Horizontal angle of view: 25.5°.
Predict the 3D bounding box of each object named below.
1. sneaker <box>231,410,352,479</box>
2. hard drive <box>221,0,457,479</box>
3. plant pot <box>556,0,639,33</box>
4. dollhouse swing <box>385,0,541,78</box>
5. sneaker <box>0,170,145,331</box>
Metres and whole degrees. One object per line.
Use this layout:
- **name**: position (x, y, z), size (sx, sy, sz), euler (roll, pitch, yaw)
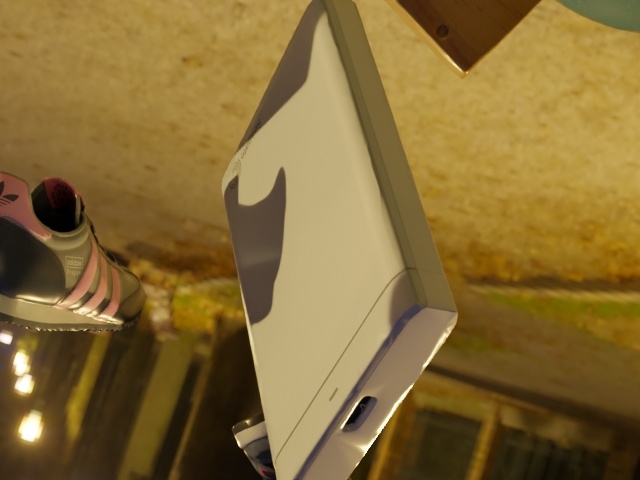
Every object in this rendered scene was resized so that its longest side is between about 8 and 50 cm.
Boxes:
- **sneaker**: position (-0.015, 0.278, 1.572), size (0.124, 0.178, 0.295), euler (-25, 164, -2)
- **hard drive**: position (0.000, 0.000, 1.126), size (0.047, 0.233, 0.353), euler (11, -139, -23)
- **plant pot**: position (0.243, -0.283, 0.895), size (0.290, 0.290, 0.195), euler (18, -176, 2)
- **dollhouse swing**: position (0.205, -0.411, 1.737), size (0.315, 0.347, 0.305), euler (43, -175, -21)
- **sneaker**: position (-0.234, 0.011, 1.319), size (0.112, 0.131, 0.319), euler (18, -178, 14)
